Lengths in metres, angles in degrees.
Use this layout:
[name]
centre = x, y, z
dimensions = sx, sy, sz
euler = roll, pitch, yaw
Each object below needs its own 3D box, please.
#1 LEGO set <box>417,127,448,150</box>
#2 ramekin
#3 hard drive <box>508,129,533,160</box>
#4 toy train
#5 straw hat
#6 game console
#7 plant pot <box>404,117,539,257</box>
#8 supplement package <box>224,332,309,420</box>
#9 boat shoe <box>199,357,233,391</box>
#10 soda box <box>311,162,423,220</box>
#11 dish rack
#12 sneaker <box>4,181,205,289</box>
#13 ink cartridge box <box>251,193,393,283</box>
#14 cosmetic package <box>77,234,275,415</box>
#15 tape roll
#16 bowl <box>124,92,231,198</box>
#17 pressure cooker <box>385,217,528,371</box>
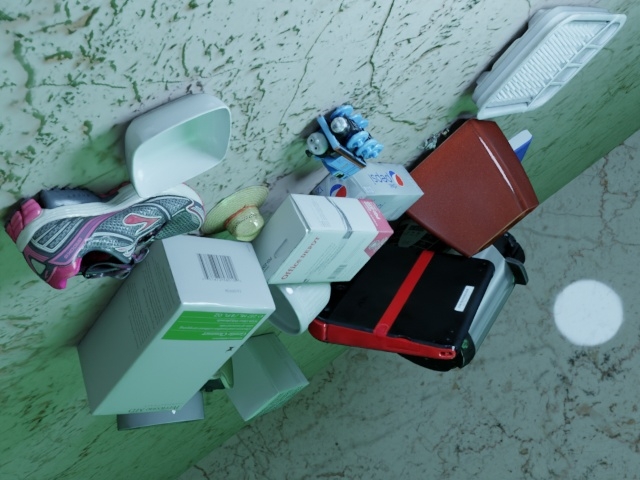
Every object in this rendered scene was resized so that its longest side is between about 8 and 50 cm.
[LEGO set]
centre = 0.255, -0.220, 1.674
dimensions = 0.083, 0.023, 0.054
euler = -35, 164, -3
[ramekin]
centre = -0.073, 0.085, 1.548
dimensions = 0.109, 0.207, 0.207
euler = -39, 167, -23
[hard drive]
centre = 0.515, -0.197, 2.256
dimensions = 0.210, 0.040, 0.319
euler = -35, 164, -6
[toy train]
centre = 0.039, -0.164, 1.286
dimensions = 0.105, 0.080, 0.184
euler = -34, 166, 14
[straw hat]
centre = -0.134, -0.032, 1.329
dimensions = 0.144, 0.061, 0.144
euler = -33, 165, -10
[game console]
centre = 0.184, 0.127, 1.676
dimensions = 0.386, 0.342, 0.060
euler = -49, 142, -53
[plant pot]
centre = 0.362, -0.110, 1.788
dimensions = 0.267, 0.236, 0.267
euler = -42, 168, 23
[supplement package]
centre = -0.179, 0.401, 2.238
dimensions = 0.149, 0.194, 0.203
euler = -42, 163, 18
[boat shoe]
centre = -0.301, 0.328, 1.932
dimensions = 0.113, 0.127, 0.340
euler = -10, 171, 3
[soda box]
centre = 0.106, -0.100, 1.582
dimensions = 0.098, 0.091, 0.286
euler = -43, 163, 25
[dish rack]
centre = 0.463, -0.380, 1.561
dimensions = 0.333, 0.072, 0.285
euler = -19, 158, -47
[sneaker]
centre = -0.272, -0.005, 1.023
dimensions = 0.299, 0.112, 0.121
euler = -17, 156, -51
[ink cartridge box]
centre = 0.000, 0.000, 1.392
dimensions = 0.218, 0.092, 0.158
euler = -1, 141, -45
[cosmetic package]
centre = -0.269, 0.159, 1.349
dimensions = 0.197, 0.155, 0.365
euler = 6, 138, -40
[tape roll]
centre = -0.407, 0.434, 1.913
dimensions = 0.219, 0.072, 0.219
euler = -8, 166, -2
[bowl]
centre = -0.187, -0.127, 0.956
dimensions = 0.142, 0.053, 0.142
euler = -30, 164, -22
[pressure cooker]
centre = 0.338, 0.103, 2.091
dimensions = 0.420, 0.370, 0.375
euler = -52, 175, -25
